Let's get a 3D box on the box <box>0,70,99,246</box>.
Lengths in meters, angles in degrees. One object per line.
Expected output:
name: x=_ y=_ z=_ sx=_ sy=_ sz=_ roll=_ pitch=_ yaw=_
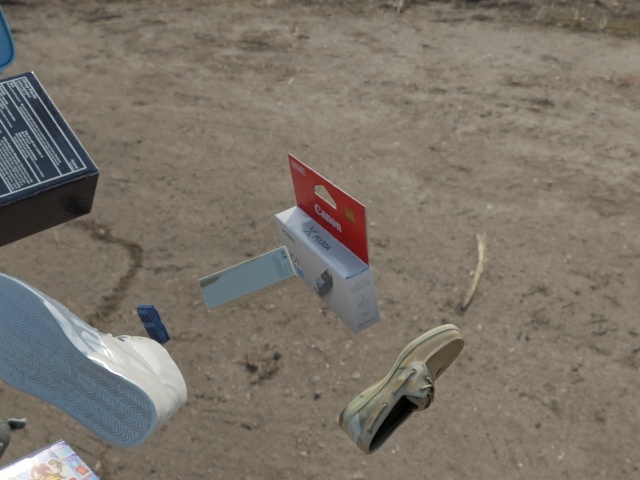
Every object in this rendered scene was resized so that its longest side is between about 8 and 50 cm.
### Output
box: x=-0.674 y=-0.159 z=1.365 sx=0.294 sy=0.183 sz=0.296 roll=-28 pitch=75 yaw=-35

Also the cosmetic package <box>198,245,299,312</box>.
cosmetic package: x=-0.087 y=0.049 z=0.811 sx=0.115 sy=0.060 sz=0.041 roll=-21 pitch=80 yaw=-2

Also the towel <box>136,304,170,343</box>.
towel: x=-0.462 y=0.231 z=1.795 sx=0.067 sy=0.119 sz=0.029 roll=-4 pitch=27 yaw=34

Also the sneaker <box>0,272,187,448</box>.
sneaker: x=-0.306 y=0.146 z=0.839 sx=0.292 sy=0.108 sz=0.169 roll=37 pitch=2 yaw=7

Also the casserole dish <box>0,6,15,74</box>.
casserole dish: x=-0.569 y=-0.353 z=1.061 sx=0.114 sy=0.188 sz=0.037 roll=-19 pitch=14 yaw=-9

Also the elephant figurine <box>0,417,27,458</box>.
elephant figurine: x=-0.757 y=0.431 z=1.380 sx=0.169 sy=0.239 sz=0.186 roll=17 pitch=63 yaw=-7

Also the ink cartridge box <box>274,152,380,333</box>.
ink cartridge box: x=0.000 y=0.000 z=1.281 sx=0.066 sy=0.261 sz=0.296 roll=-25 pitch=36 yaw=-19

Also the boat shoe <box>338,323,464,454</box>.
boat shoe: x=0.200 y=0.326 z=1.427 sx=0.341 sy=0.122 sz=0.110 roll=-42 pitch=43 yaw=-8

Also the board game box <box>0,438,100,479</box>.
board game box: x=-0.553 y=0.483 z=1.285 sx=0.136 sy=0.035 sz=0.201 roll=37 pitch=23 yaw=21
